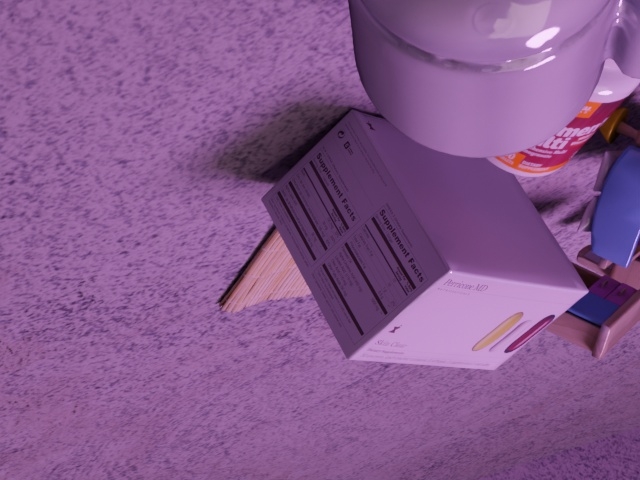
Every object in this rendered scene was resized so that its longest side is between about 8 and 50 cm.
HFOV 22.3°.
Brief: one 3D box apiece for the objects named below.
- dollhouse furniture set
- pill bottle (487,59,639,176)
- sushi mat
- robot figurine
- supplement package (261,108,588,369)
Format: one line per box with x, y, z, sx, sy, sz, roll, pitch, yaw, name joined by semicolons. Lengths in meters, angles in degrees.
0.339;-0.064;1.969;0.286;0.198;0.303;-32;143;-52;dollhouse furniture set
0.228;-0.160;1.505;0.121;0.121;0.221;-12;158;-26;pill bottle
0.000;0.000;1.833;0.151;0.019;0.316;-12;158;-29;sushi mat
0.117;-0.189;1.191;0.300;0.199;0.353;11;162;7;robot figurine
0.109;0.006;1.644;0.145;0.204;0.262;-44;150;27;supplement package
